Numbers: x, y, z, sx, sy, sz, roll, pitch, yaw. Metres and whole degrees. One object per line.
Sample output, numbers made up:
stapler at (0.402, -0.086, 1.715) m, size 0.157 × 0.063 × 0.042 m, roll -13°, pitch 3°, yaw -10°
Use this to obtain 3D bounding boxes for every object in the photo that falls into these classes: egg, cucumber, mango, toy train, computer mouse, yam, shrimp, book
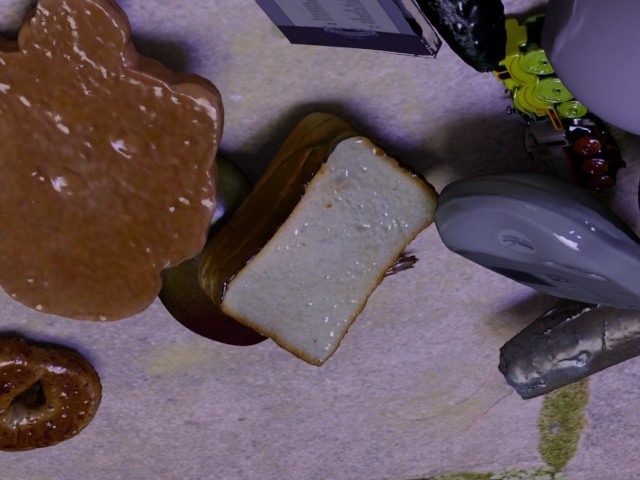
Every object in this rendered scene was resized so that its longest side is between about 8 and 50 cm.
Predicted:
egg at (0.302, -0.167, 1.276) m, size 0.232 × 0.176 × 0.176 m, roll 14°, pitch 142°, yaw -1°
cucumber at (0.085, -0.236, 1.215) m, size 0.072 × 0.081 × 0.303 m, roll 13°, pitch 159°, yaw 34°
mango at (-0.104, 0.019, 1.541) m, size 0.133 × 0.111 × 0.267 m, roll -2°, pitch 138°, yaw 11°
toy train at (0.220, -0.119, 1.446) m, size 0.085 × 0.053 × 0.249 m, roll -10°, pitch 146°, yaw 21°
computer mouse at (0.237, -0.002, 1.517) m, size 0.197 × 0.095 × 0.331 m, roll 14°, pitch 175°, yaw 29°
yam at (0.320, 0.088, 1.700) m, size 0.259 × 0.106 × 0.106 m, roll -24°, pitch 140°, yaw 24°
shrimp at (0.044, 0.020, 1.636) m, size 0.114 × 0.023 × 0.083 m, roll -9°, pitch 142°, yaw 11°
book at (-0.016, -0.224, 1.230) m, size 0.157 × 0.026 × 0.231 m, roll 13°, pitch 158°, yaw 39°

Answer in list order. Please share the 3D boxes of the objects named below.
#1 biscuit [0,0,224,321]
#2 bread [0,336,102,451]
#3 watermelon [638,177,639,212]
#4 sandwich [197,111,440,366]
biscuit at (-0.221, -0.076, 1.398) m, size 0.269 × 0.051 × 0.376 m, roll 10°, pitch 131°, yaw 0°
bread at (-0.341, 0.173, 1.763) m, size 0.193 × 0.064 × 0.193 m, roll -6°, pitch 139°, yaw -6°
watermelon at (0.413, -0.046, 1.417) m, size 0.242 × 0.242 × 0.242 m, roll -4°, pitch 144°, yaw -3°
sandwich at (0.000, 0.000, 1.475) m, size 0.186 × 0.065 × 0.214 m, roll 31°, pitch 96°, yaw -43°
